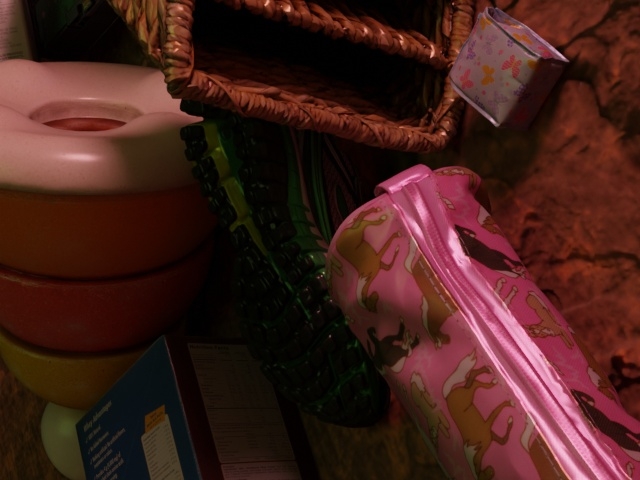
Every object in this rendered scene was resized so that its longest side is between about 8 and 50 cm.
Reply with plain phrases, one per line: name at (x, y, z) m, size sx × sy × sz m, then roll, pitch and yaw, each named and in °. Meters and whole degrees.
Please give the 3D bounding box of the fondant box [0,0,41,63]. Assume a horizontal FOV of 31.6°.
fondant box at (-0.432, -0.295, 1.499) m, size 0.238 × 0.096 × 0.330 m, roll 116°, pitch 143°, yaw -74°

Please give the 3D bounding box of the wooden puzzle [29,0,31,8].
wooden puzzle at (-0.381, -0.445, 1.625) m, size 0.221 × 0.044 × 0.239 m, roll -3°, pitch 87°, yaw 50°

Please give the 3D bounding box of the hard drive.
hard drive at (-0.314, -0.433, 1.456) m, size 0.237 × 0.064 × 0.339 m, roll -33°, pitch 64°, yaw 47°

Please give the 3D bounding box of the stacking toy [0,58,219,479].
stacking toy at (-0.252, 0.065, 1.228) m, size 0.350 × 0.350 × 0.480 m, roll 32°, pitch 124°, yaw 48°

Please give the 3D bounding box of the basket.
basket at (-0.004, -0.225, 0.920) m, size 0.223 × 0.299 × 0.213 m, roll 51°, pitch 121°, yaw 45°

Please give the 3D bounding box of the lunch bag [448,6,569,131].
lunch bag at (0.148, -0.140, 0.915) m, size 0.083 × 0.053 × 0.071 m, roll 46°, pitch 122°, yaw 33°

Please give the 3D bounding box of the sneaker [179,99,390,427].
sneaker at (0.000, 0.000, 1.018) m, size 0.134 × 0.146 × 0.343 m, roll -21°, pitch 84°, yaw 48°

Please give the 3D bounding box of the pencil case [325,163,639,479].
pencil case at (0.139, 0.117, 0.800) m, size 0.167 × 0.160 × 0.386 m, roll -57°, pitch 45°, yaw 28°

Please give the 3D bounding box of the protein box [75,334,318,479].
protein box at (-0.124, 0.229, 1.122) m, size 0.200 × 0.136 × 0.201 m, roll -44°, pitch 52°, yaw 38°
